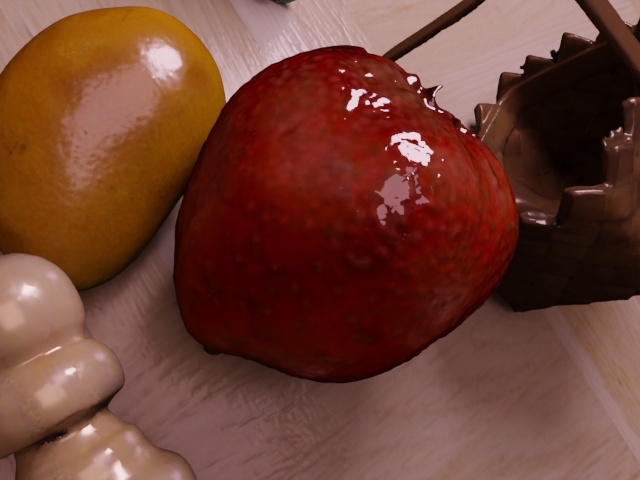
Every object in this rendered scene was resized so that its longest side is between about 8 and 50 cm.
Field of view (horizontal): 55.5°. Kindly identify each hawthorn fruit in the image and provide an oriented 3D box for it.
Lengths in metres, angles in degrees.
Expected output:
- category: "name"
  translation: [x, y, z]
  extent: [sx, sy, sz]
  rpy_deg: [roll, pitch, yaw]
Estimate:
- category: "hawthorn fruit"
  translation: [0.000, 0.000, 0.508]
  extent: [0.265, 0.265, 0.307]
  rpy_deg: [45, 104, -3]

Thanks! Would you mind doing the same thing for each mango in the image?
- category: "mango"
  translation: [-0.192, -0.089, 0.521]
  extent: [0.176, 0.139, 0.254]
  rpy_deg: [34, 70, -6]

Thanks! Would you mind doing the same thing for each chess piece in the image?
- category: "chess piece"
  translation: [-0.184, 0.131, 0.437]
  extent: [0.143, 0.143, 0.260]
  rpy_deg: [-25, 90, -27]

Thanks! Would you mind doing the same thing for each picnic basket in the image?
- category: "picnic basket"
  translation: [0.225, -0.108, 0.630]
  extent: [0.321, 0.254, 0.291]
  rpy_deg: [42, 61, -20]

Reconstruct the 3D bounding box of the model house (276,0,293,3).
- category: "model house"
  translation: [-0.128, -0.498, 0.672]
  extent: [0.358, 0.242, 0.312]
  rpy_deg: [18, 51, -14]
